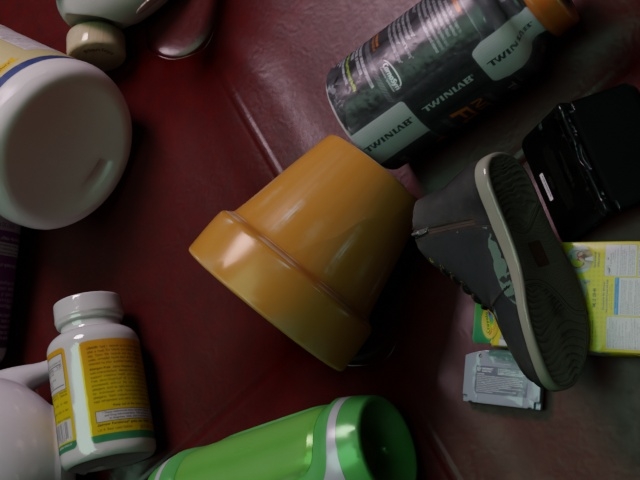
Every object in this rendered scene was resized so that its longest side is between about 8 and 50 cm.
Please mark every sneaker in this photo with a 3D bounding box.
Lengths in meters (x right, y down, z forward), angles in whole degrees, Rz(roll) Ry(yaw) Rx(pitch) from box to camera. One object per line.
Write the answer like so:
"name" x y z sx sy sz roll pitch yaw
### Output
"sneaker" 0.166 0.040 0.899 0.118 0.083 0.222 -31 70 50

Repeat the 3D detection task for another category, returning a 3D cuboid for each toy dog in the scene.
"toy dog" -0.253 -0.364 1.259 0.333 0.161 0.220 -39 62 23

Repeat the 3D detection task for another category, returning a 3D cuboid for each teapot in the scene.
"teapot" -0.391 0.297 1.226 0.252 0.187 0.256 -137 52 -64

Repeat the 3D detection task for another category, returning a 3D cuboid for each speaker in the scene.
"speaker" -0.049 0.256 1.019 0.296 0.131 0.131 -24 68 30

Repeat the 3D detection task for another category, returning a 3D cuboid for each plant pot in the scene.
"plant pot" 0.000 0.000 1.003 0.205 0.205 0.188 37 88 34

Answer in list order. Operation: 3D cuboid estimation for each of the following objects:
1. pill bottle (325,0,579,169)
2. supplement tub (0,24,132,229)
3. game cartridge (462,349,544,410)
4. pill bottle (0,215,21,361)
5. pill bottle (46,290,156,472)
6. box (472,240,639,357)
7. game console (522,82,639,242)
"pill bottle" 0.135 -0.187 0.969 0.245 0.130 0.130 -33 64 27
"supplement tub" -0.434 -0.170 1.310 0.316 0.228 0.228 26 97 36
"game cartridge" 0.181 0.136 0.946 0.083 0.017 0.056 2 86 35
"pill bottle" -0.525 0.091 1.360 0.169 0.169 0.302 1 83 35
"pill bottle" -0.279 0.175 1.202 0.117 0.117 0.208 -25 68 29
"box" 0.231 0.054 0.910 0.179 0.043 0.105 0 82 34
"game console" 0.268 -0.073 0.927 0.107 0.071 0.122 -51 51 53
